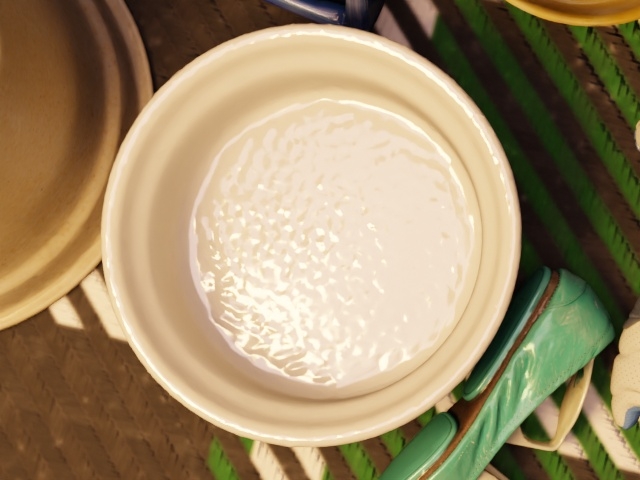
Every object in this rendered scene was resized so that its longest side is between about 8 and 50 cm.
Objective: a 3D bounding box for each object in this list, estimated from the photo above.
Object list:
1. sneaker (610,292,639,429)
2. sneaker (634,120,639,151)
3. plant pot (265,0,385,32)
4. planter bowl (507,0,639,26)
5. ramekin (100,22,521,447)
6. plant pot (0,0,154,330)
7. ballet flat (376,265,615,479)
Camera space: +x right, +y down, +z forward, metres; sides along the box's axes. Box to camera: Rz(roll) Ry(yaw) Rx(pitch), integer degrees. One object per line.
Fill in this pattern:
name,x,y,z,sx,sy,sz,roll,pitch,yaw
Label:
sneaker,0.354,0.113,1.256,0.323,0.130,0.236,30,100,4
sneaker,0.285,-0.068,1.299,0.135,0.058,0.052,0,87,7
plant pot,-0.033,-0.298,1.273,0.236,0.236,0.212,24,83,8
planter bowl,0.177,-0.252,1.300,0.217,0.090,0.217,0,92,-5
ramekin,0.000,0.000,1.294,0.277,0.135,0.277,-1,86,8
plant pot,-0.294,-0.101,1.239,0.334,0.305,0.334,0,86,3
ballet flat,0.118,0.135,1.301,0.087,0.083,0.247,37,94,-6
